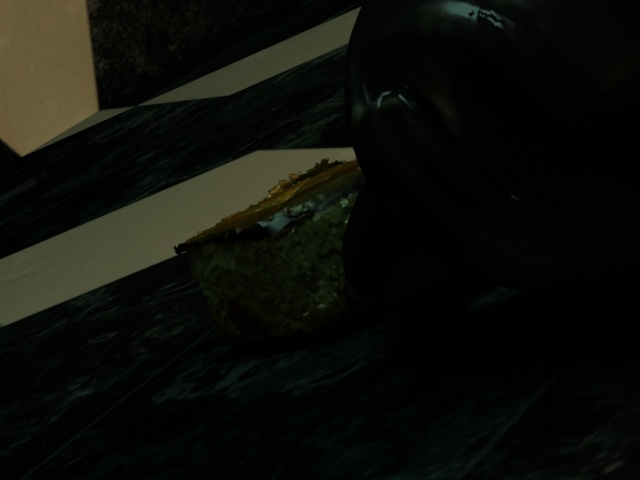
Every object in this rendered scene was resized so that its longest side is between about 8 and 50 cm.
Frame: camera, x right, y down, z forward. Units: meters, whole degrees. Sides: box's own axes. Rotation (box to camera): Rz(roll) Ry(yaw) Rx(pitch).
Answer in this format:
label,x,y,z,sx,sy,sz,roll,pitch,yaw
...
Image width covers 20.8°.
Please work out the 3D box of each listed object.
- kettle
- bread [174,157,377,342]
label,x,y,z,sx,sy,sz,roll,pitch,yaw
kettle,0.129,-0.088,0.797,0.324,0.228,0.321,-38,-6,-33
bread,0.000,0.000,0.955,0.128,0.069,0.140,-32,11,-31
